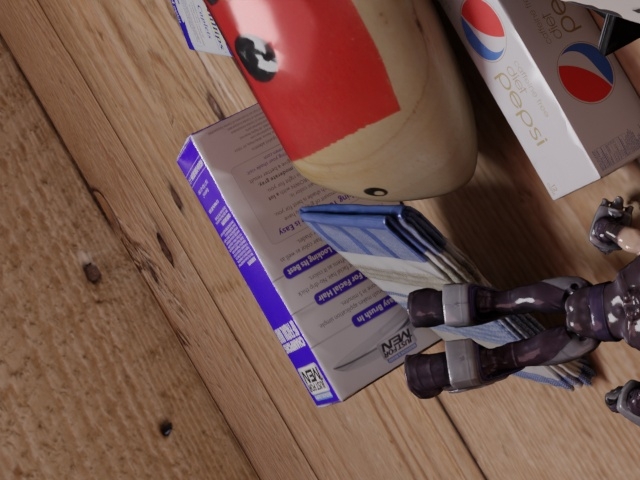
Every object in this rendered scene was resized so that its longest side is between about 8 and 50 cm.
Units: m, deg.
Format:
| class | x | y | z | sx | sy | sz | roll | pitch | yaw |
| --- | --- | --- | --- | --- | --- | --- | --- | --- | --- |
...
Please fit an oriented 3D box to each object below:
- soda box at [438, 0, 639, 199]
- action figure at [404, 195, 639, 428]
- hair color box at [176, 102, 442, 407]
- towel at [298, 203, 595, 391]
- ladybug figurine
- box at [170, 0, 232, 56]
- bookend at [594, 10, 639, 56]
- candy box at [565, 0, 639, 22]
| class | x | y | z | sx | sy | sz | roll | pitch | yaw |
| --- | --- | --- | --- | --- | --- | --- | --- | --- | --- |
| soda box | 0.169 | -0.145 | 0.828 | 0.216 | 0.069 | 0.074 | 61 | 159 | 2 |
| action figure | 0.207 | 0.060 | 0.854 | 0.285 | 0.099 | 0.185 | -11 | 67 | 31 |
| hair color box | 0.000 | 0.000 | 1.234 | 0.339 | 0.185 | 0.110 | 60 | 159 | 4 |
| towel | 0.123 | 0.052 | 1.072 | 0.285 | 0.034 | 0.209 | 40 | 166 | -21 |
| ladybug figurine | -0.018 | -0.223 | 0.937 | 0.449 | 0.162 | 0.305 | 62 | 179 | -6 |
| box | -0.076 | -0.256 | 1.164 | 0.137 | 0.126 | 0.072 | 24 | 137 | 58 |
| bookend | 0.174 | -0.235 | 0.698 | 0.157 | 0.072 | 0.156 | 49 | 156 | 29 |
| candy box | 0.222 | -0.185 | 0.532 | 0.165 | 0.070 | 0.196 | 15 | 153 | -1 |
